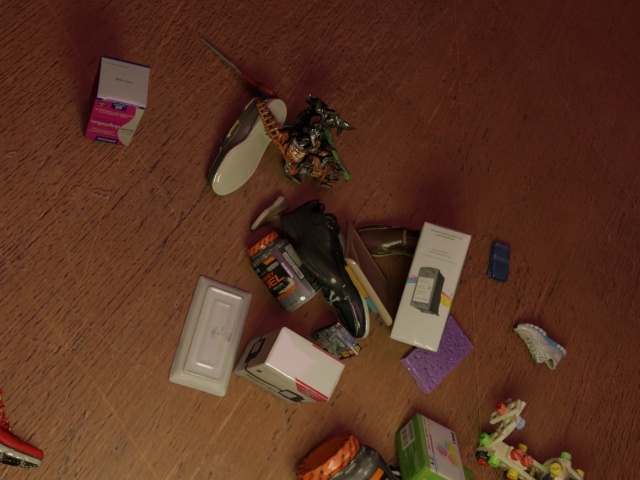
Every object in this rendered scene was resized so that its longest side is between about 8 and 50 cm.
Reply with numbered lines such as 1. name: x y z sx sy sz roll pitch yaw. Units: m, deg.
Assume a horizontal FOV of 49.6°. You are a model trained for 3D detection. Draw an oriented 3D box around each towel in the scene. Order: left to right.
1. towel: 0.547 0.067 2.118 0.067 0.029 0.119 21 65 -19

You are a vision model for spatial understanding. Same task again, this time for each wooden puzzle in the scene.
1. wooden puzzle: 0.115 0.084 1.790 0.221 0.044 0.238 58 14 -22

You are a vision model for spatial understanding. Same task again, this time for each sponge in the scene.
1. sponge: 0.326 0.314 1.926 0.210 0.031 0.117 -37 91 -31

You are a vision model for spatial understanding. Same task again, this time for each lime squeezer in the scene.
1. lime squeezer: -0.037 -0.285 1.949 0.310 0.059 0.109 25 96 -17

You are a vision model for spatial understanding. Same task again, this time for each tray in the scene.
1. tray: -0.259 0.226 1.671 0.145 0.030 0.270 22 65 -19

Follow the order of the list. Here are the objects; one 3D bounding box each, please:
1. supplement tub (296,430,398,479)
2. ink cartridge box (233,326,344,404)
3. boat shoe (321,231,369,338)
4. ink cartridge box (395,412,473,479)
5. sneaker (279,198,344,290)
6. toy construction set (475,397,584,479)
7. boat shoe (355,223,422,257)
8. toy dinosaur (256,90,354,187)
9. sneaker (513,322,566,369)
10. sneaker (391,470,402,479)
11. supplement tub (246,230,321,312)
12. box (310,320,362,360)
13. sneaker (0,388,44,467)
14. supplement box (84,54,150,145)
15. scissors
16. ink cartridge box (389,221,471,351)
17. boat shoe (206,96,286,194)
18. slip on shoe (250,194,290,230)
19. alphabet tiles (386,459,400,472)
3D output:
1. supplement tub: 0.105 0.625 1.599 0.207 0.207 0.338 -37 90 -31
2. ink cartridge box: -0.079 0.298 1.616 0.172 0.237 0.100 33 64 -13
3. boat shoe: 0.042 0.120 1.813 0.091 0.114 0.302 -7 64 -27
4. ink cartridge box: 0.326 0.578 1.751 0.255 0.097 0.188 29 26 -16
5. sneaker: 0.000 0.000 1.735 0.130 0.109 0.286 -35 53 7
6. toy construction set: 0.546 0.573 1.839 0.327 0.215 0.151 50 59 -3
7. boat shoe: 0.209 -0.007 1.939 0.258 0.095 0.095 3 72 -25
8. toy dinosaur: -0.037 -0.262 1.829 0.164 0.218 0.322 46 9 32
9. sneaker: 0.647 0.318 2.062 0.191 0.071 0.083 35 67 -11
10. sneaker: 0.220 0.644 1.732 0.170 0.063 0.074 43 54 -13
11. supplement tub: -0.095 0.077 1.751 0.117 0.117 0.190 -38 91 -31
12. box: 0.039 0.256 1.743 0.027 0.137 0.094 -42 94 -30
13. sneaker: -0.666 0.356 1.390 0.279 0.107 0.118 38 52 -13
14. supplement box: -0.483 -0.324 1.636 0.111 0.220 0.113 9 71 -23
15. scissors: -0.215 -0.456 1.919 0.297 0.109 0.021 38 89 15
16. ink cartridge box: 0.288 0.127 1.800 0.131 0.226 0.306 16 84 12
17. boat shoe: -0.206 -0.252 1.819 0.305 0.091 0.109 -57 144 -14
18. slip on shoe: -0.130 -0.065 1.822 0.041 0.051 0.135 45 52 -3
19. alphabet tiles: 0.098 0.709 1.694 0.343 0.011 0.285 -29 87 -30
